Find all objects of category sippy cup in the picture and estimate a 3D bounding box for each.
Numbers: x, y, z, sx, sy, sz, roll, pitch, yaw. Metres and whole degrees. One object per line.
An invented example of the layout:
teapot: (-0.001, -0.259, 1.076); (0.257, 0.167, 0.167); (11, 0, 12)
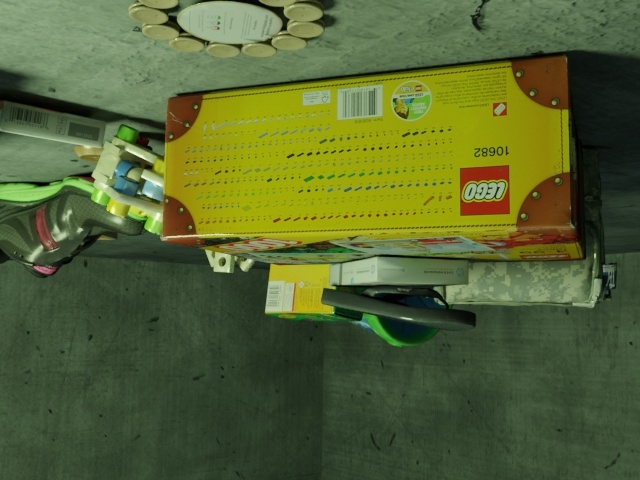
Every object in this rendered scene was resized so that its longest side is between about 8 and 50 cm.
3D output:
sippy cup: (0.111, 0.080, 1.480); (0.305, 0.240, 0.224); (27, 166, -34)

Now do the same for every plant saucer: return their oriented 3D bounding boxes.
plant saucer: (-0.379, -0.146, 1.272); (0.083, 0.015, 0.083); (1, 174, 0)

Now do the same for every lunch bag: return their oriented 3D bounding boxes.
lunch bag: (0.332, -0.013, 1.273); (0.304, 0.256, 0.212); (-1, 174, 10)

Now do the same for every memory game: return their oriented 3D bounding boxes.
memory game: (-0.085, -0.208, 0.699); (0.186, 0.012, 0.186); (1, 173, 0)

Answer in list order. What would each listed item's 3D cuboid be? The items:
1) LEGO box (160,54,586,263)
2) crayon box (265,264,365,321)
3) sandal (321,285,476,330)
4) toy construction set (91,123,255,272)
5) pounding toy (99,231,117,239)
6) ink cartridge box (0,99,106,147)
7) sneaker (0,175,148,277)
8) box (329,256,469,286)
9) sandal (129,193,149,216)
LEGO box: (0.094, -0.077, 1.022); (0.499, 0.193, 0.372); (-2, 173, 21)
crayon box: (0.000, 0.000, 1.321); (0.165, 0.279, 0.081); (-4, 164, 42)
sandal: (0.104, 0.086, 1.079); (0.254, 0.055, 0.097); (8, 172, 39)
toy construction set: (-0.215, -0.070, 1.145); (0.215, 0.151, 0.327); (28, 174, 32)
pounding toy: (-0.546, -0.040, 1.881); (0.205, 0.094, 0.181); (1, 173, 6)
ink cartridge box: (-0.407, -0.170, 1.050); (0.145, 0.045, 0.179); (6, -170, -43)
sneaker: (-0.530, -0.022, 1.556); (0.482, 0.203, 0.185); (-3, 173, 31)
box: (0.112, 0.050, 1.112); (0.145, 0.038, 0.186); (3, 172, -20)
sandal: (-0.211, -0.080, 1.393); (0.138, 0.126, 0.317); (-10, 169, 41)
